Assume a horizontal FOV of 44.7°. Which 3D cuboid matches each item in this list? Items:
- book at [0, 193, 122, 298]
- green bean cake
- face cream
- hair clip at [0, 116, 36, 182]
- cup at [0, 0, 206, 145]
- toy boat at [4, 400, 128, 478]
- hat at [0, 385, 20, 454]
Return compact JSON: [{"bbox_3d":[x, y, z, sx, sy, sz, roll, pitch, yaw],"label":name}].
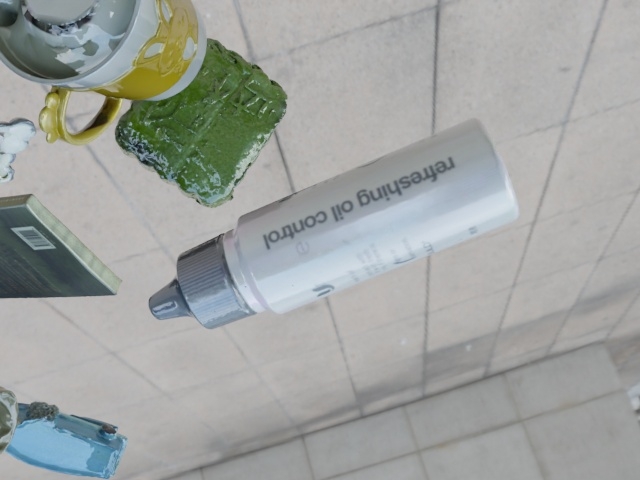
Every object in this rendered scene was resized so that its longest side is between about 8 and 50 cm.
[{"bbox_3d":[-0.347,0.013,0.829,0.228,0.024,0.160,-3,144,24],"label":"book"},{"bbox_3d":[-0.174,-0.173,1.128,0.214,0.200,0.113,-57,-175,-10],"label":"green bean cake"},{"bbox_3d":[0.000,0.000,0.637,0.311,0.092,0.092,-22,155,10],"label":"face cream"},{"bbox_3d":[-0.523,-0.126,1.222,0.116,0.049,0.172,-12,141,-53],"label":"hair clip"},{"bbox_3d":[-0.245,-0.220,0.871,0.185,0.241,0.226,19,-174,14],"label":"cup"},{"bbox_3d":[-0.444,0.320,1.294,0.238,0.098,0.109,20,101,-15],"label":"toy boat"},{"bbox_3d":[-0.523,0.234,1.065,0.144,0.173,0.166,-17,134,-60],"label":"hat"}]
